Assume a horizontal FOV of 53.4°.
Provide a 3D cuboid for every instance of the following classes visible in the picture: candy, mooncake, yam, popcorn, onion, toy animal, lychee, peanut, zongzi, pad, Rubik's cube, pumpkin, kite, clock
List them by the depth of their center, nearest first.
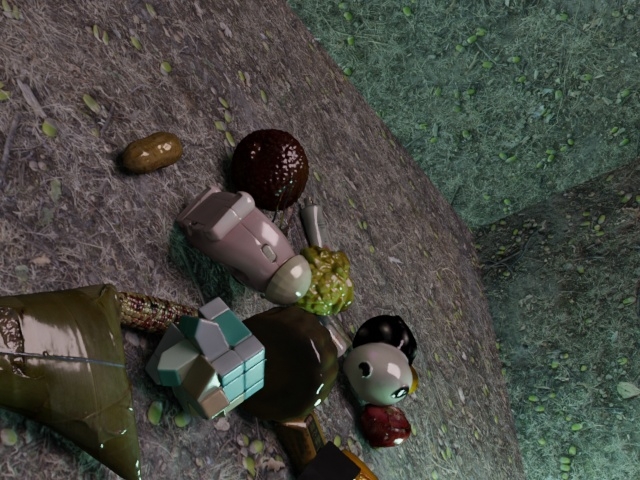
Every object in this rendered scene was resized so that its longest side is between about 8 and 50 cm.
[{"bbox_3d":[-0.478,0.277,1.091,0.356,0.174,0.393,-1,73,-57],"label":"zongzi"},{"bbox_3d":[-0.252,0.277,1.407,0.213,0.265,0.224,-30,57,-29],"label":"Rubik's cube"},{"bbox_3d":[-0.093,0.309,1.629,0.290,0.290,0.161,66,24,4],"label":"mooncake"},{"bbox_3d":[0.005,0.631,1.655,0.116,0.004,0.193,40,67,11],"label":"pad"},{"bbox_3d":[-0.440,-0.234,1.682,0.095,0.108,0.226,65,27,-9],"label":"peanut"},{"bbox_3d":[-0.196,0.021,1.699,0.326,0.184,0.342,47,-9,-28],"label":"clock"},{"bbox_3d":[-0.034,0.557,1.728,0.143,0.101,0.271,-45,118,-53],"label":"candy"},{"bbox_3d":[0.061,0.688,1.806,0.254,0.130,0.149,40,5,-48],"label":"pumpkin"},{"bbox_3d":[-0.125,-0.043,1.982,0.015,0.286,0.152,26,15,25],"label":"kite"},{"bbox_3d":[-0.159,-0.226,2.033,0.260,0.260,0.261,43,33,-37],"label":"lychee"},{"bbox_3d":[0.004,0.125,2.038,0.259,0.259,0.212,-27,133,-64],"label":"popcorn"},{"bbox_3d":[0.203,0.616,2.090,0.184,0.147,0.184,30,8,-5],"label":"onion"},{"bbox_3d":[0.040,0.299,2.139,0.169,0.068,0.068,57,27,-12],"label":"yam"},{"bbox_3d":[0.205,0.412,2.150,0.251,0.251,0.310,54,21,-19],"label":"toy animal"}]

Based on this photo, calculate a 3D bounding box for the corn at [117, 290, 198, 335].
[{"bbox_3d":[-0.382,0.170,1.450,0.253,0.086,0.086,25,46,-50],"label":"corn"}]

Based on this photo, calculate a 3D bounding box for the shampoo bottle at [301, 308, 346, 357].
[{"bbox_3d":[0.006,0.296,2.067,0.192,0.074,0.074,53,28,-11],"label":"shampoo bottle"}]

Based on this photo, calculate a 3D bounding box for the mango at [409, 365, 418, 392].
[{"bbox_3d":[0.326,0.529,2.439,0.115,0.090,0.178,63,17,16],"label":"mango"}]

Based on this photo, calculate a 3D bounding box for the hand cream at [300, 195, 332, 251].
[{"bbox_3d":[0.000,0.000,2.340,0.124,0.077,0.341,-3,74,-63],"label":"hand cream"}]
